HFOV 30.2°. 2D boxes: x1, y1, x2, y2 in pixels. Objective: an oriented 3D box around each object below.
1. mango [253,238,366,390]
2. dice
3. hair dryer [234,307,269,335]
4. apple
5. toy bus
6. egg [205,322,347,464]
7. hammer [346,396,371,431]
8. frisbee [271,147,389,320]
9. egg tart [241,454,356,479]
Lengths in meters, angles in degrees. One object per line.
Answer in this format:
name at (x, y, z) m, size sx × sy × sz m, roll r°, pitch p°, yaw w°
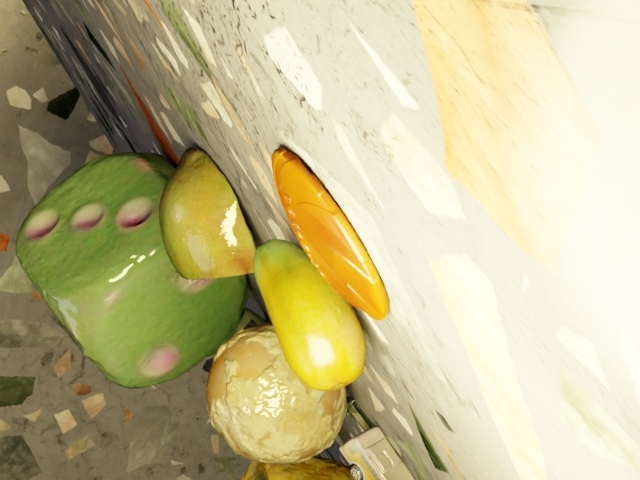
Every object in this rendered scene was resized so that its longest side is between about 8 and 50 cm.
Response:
mango at (-0.015, 0.078, 1.293) m, size 0.195 × 0.091 × 0.130 m, roll 58°, pitch 174°, yaw 27°
dice at (-0.339, 0.048, 2.177) m, size 0.322 × 0.330 × 0.318 m, roll 48°, pitch 171°, yaw 44°
hair dryer at (-0.075, 0.231, 2.264) m, size 0.225 × 0.088 × 0.219 m, roll 28°, pitch 161°, yaw 41°
apple at (-0.180, -0.035, 1.724) m, size 0.193 × 0.120 × 0.265 m, roll 71°, pitch 166°, yaw -12°
toy bus at (0.099, 0.347, 1.687) m, size 0.172 × 0.057 × 0.072 m, roll 55°, pitch 143°, yaw 17°
egg at (-0.060, 0.220, 1.690) m, size 0.203 × 0.203 × 0.245 m, roll 52°, pitch 176°, yaw 29°
hammer at (0.085, 0.299, 1.755) m, size 0.182 × 0.017 × 0.062 m, roll 49°, pitch 168°, yaw 35°
frisbee at (0.000, 0.000, 1.127) m, size 0.192 × 0.035 × 0.192 m, roll 55°, pitch 171°, yaw 12°
egg tart at (0.020, 0.566, 2.225) m, size 0.443 × 0.178 × 0.443 m, roll 50°, pitch -156°, yaw -33°
